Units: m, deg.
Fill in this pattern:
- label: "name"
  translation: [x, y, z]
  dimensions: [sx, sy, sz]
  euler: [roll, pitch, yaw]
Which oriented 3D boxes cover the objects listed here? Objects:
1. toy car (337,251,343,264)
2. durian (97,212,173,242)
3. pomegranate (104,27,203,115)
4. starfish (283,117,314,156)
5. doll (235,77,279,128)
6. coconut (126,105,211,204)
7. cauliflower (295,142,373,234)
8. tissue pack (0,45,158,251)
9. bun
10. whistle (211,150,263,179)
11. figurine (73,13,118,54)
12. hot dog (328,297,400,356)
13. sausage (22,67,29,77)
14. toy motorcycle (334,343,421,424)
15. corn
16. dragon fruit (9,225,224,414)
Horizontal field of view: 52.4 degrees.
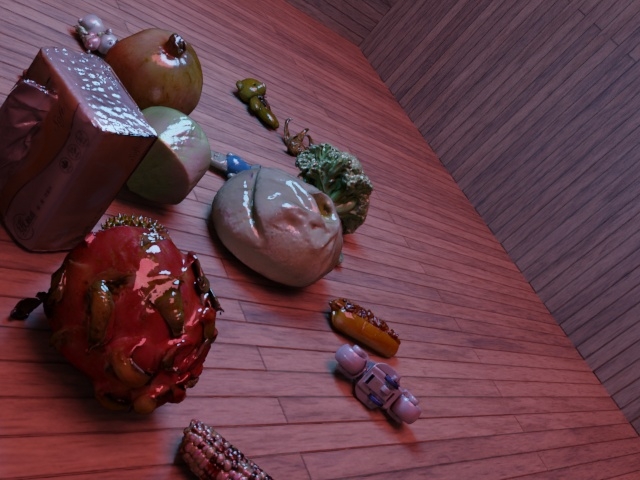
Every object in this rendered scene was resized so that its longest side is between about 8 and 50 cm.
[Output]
- label: "toy car"
  translation: [0.000, 0.000, 1.886]
  dimensions: [0.186, 0.058, 0.093]
  euler: [35, 25, -18]
- label: "durian"
  translation: [-0.371, 0.007, 1.281]
  dimensions: [0.146, 0.102, 0.208]
  euler: [53, 30, 4]
- label: "pomegranate"
  translation: [-0.416, -0.425, 1.662]
  dimensions: [0.252, 0.270, 0.229]
  euler: [-4, 61, -49]
- label: "starfish"
  translation: [-0.077, -0.353, 2.279]
  dimensions: [0.146, 0.074, 0.190]
  euler: [36, 27, -20]
- label: "doll"
  translation: [-0.205, -0.486, 2.274]
  dimensions: [0.209, 0.097, 0.137]
  euler: [52, 20, 4]
- label: "coconut"
  translation: [-0.363, -0.187, 1.465]
  dimensions: [0.236, 0.204, 0.236]
  euler: [18, 66, -45]
- label: "cauliflower"
  translation: [0.021, -0.144, 1.968]
  dimensions: [0.275, 0.272, 0.250]
  euler: [32, 56, 6]
- label: "tissue pack"
  translation: [-0.475, -0.149, 1.121]
  dimensions: [0.238, 0.305, 0.238]
  euler: [32, 30, -22]
- label: "bun"
  translation: [-0.090, -0.053, 1.647]
  dimensions: [0.365, 0.219, 0.365]
  euler: [35, 23, -18]
- label: "whistle"
  translation: [-0.224, -0.198, 1.832]
  dimensions: [0.236, 0.077, 0.114]
  euler: [25, 39, -31]
- label: "figurine"
  translation: [-0.612, -0.545, 1.803]
  dimensions: [0.098, 0.081, 0.146]
  euler: [-38, 87, -21]
- label: "hot dog"
  translation: [0.117, 0.222, 1.704]
  dimensions: [0.249, 0.076, 0.102]
  euler: [34, 31, -23]
- label: "sausage"
  translation: [-0.628, -0.338, 1.492]
  dimensions: [0.147, 0.035, 0.030]
  euler: [46, 58, 4]
- label: "toy motorcycle"
  translation: [0.134, 0.339, 1.551]
  dimensions: [0.254, 0.112, 0.112]
  euler: [43, 25, -6]
- label: "corn"
  translation: [-0.125, 0.407, 1.059]
  dimensions: [0.280, 0.092, 0.092]
  euler: [42, 25, 0]
- label: "dragon fruit"
  translation: [-0.301, 0.134, 1.039]
  dimensions: [0.269, 0.250, 0.291]
  euler: [1, 64, -49]
